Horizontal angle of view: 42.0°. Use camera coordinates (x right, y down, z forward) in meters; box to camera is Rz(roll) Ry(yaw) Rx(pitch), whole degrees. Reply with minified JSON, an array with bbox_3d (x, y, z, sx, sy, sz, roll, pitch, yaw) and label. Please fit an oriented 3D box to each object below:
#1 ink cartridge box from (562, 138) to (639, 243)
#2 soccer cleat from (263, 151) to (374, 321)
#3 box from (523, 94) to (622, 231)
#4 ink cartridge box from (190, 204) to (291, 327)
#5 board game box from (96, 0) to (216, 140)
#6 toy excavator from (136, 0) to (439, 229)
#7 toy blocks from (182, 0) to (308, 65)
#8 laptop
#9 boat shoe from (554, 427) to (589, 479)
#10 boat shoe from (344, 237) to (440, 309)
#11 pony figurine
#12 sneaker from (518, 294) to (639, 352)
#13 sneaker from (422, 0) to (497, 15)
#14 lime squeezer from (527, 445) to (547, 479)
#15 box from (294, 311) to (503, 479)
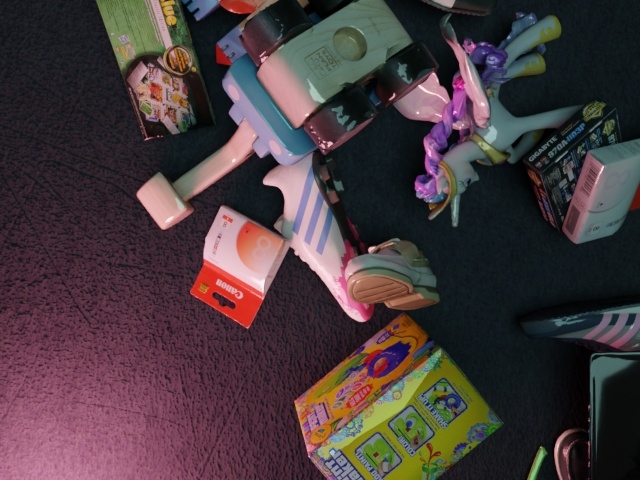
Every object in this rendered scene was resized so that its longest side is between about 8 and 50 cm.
[{"bbox_3d":[0.569,-0.100,1.519,0.232,0.066,0.189,-11,135,-16],"label":"ink cartridge box"},{"bbox_3d":[0.000,0.000,1.528,0.143,0.116,0.331,-15,103,21],"label":"soccer cleat"},{"bbox_3d":[0.466,-0.133,1.511,0.175,0.051,0.220,-41,143,0],"label":"box"},{"bbox_3d":[-0.155,0.046,1.505,0.145,0.045,0.179,28,93,22],"label":"ink cartridge box"},{"bbox_3d":[-0.279,-0.308,1.435,0.136,0.030,0.260,-10,119,7],"label":"board game box"},{"bbox_3d":[-0.080,-0.200,1.387,0.433,0.445,0.222,-38,91,-25],"label":"toy excavator"},{"bbox_3d":[-0.152,-0.485,1.423,0.260,0.191,0.381,-37,102,11],"label":"toy blocks"},{"bbox_3d":[0.702,0.370,1.609,0.236,0.407,0.382,4,99,36],"label":"laptop"},{"bbox_3d":[0.573,0.530,1.638,0.127,0.113,0.340,-23,99,-3],"label":"boat shoe"},{"bbox_3d":[0.120,0.053,1.462,0.113,0.302,0.103,-15,73,21],"label":"boat shoe"},{"bbox_3d":[0.275,-0.247,1.459,0.363,0.302,0.351,-33,108,-17],"label":"pony figurine"},{"bbox_3d":[0.539,0.183,1.595,0.318,0.112,0.131,-5,95,-5],"label":"sneaker"},{"bbox_3d":[0.180,-0.507,1.447,0.330,0.122,0.146,24,121,-10],"label":"sneaker"},{"bbox_3d":[0.346,0.543,1.645,0.310,0.059,0.110,-34,99,-1],"label":"lime squeezer"},{"bbox_3d":[0.124,0.305,1.473,0.279,0.290,0.177,-40,99,-1],"label":"box"}]
